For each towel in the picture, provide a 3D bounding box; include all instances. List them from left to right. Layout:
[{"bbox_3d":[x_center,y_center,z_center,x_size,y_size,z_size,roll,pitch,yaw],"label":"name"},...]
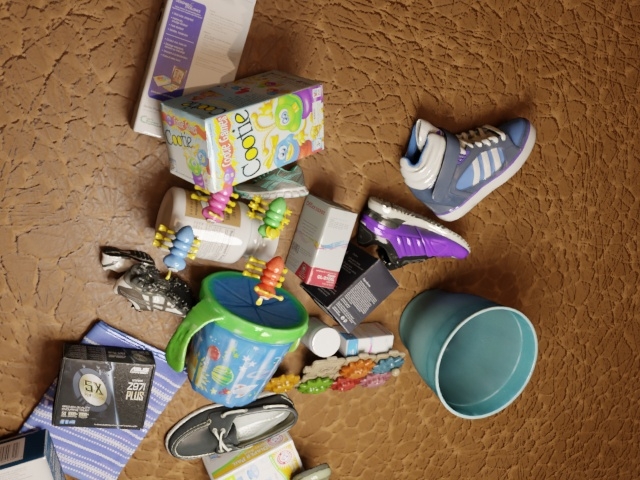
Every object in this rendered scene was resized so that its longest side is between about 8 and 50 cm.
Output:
[{"bbox_3d":[-0.459,0.356,1.457,0.243,0.040,0.336,34,90,-27],"label":"towel"}]

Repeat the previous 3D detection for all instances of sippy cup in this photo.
[{"bbox_3d":[-0.172,0.216,1.448,0.306,0.240,0.224,18,109,-18],"label":"sippy cup"}]

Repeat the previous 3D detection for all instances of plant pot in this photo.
[{"bbox_3d":[0.325,0.243,1.643,0.272,0.255,0.271,-7,107,-22],"label":"plant pot"}]

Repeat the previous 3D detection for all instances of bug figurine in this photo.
[{"bbox_3d":[-0.163,-0.001,1.309,0.279,0.072,0.216,19,88,-26],"label":"bug figurine"}]

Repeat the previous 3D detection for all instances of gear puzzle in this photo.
[{"bbox_3d":[0.032,0.323,1.605,0.339,0.044,0.175,-1,147,-23],"label":"gear puzzle"}]

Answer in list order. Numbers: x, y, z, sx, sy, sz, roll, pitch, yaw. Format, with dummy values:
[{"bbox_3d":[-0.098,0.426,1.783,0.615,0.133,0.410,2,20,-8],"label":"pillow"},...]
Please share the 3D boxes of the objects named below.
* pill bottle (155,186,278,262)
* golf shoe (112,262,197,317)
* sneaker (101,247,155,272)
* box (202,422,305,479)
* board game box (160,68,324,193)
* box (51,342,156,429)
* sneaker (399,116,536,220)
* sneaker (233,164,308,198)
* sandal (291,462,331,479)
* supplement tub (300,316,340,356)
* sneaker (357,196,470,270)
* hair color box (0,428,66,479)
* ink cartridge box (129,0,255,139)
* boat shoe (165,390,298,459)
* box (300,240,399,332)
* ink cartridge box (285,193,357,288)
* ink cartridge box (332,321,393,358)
[{"bbox_3d":[-0.208,-0.023,1.399,0.229,0.131,0.131,12,100,-27],"label":"pill bottle"},{"bbox_3d":[-0.339,0.115,1.427,0.094,0.077,0.198,-27,135,23],"label":"golf shoe"},{"bbox_3d":[-0.391,0.045,1.397,0.109,0.040,0.043,12,117,-23],"label":"sneaker"},{"bbox_3d":[-0.154,0.526,1.605,0.203,0.103,0.114,-24,114,-15],"label":"box"},{"bbox_3d":[-0.141,-0.214,1.304,0.275,0.144,0.142,-26,128,-37],"label":"board game box"},{"bbox_3d":[-0.438,0.296,1.390,0.180,0.077,0.147,10,101,-22],"label":"box"},{"bbox_3d":[0.327,-0.220,1.572,0.323,0.130,0.236,-45,122,1],"label":"sneaker"},{"bbox_3d":[-0.108,-0.126,1.461,0.167,0.065,0.076,-5,91,-26],"label":"sneaker"},{"bbox_3d":[-0.021,0.615,1.636,0.120,0.086,0.302,-25,152,-17],"label":"sandal"},{"bbox_3d":[-0.007,0.219,1.570,0.071,0.107,0.070,-3,99,-21],"label":"supplement tub"},{"bbox_3d":[0.208,0.010,1.616,0.294,0.102,0.146,21,101,-23],"label":"sneaker"},{"bbox_3d":[-0.600,0.573,1.408,0.174,0.105,0.347,-13,113,-13],"label":"hair color box"},{"bbox_3d":[-0.243,-0.350,1.323,0.166,0.065,0.332,14,101,-26],"label":"ink cartridge box"},{"bbox_3d":[-0.198,0.425,1.561,0.303,0.091,0.114,-22,113,-17],"label":"boat shoe"},{"bbox_3d":[0.064,0.100,1.540,0.158,0.156,0.093,-43,118,-7],"label":"box"},{"bbox_3d":[0.000,0.000,1.498,0.072,0.127,0.175,13,100,-28],"label":"ink cartridge box"},{"bbox_3d":[0.099,0.236,1.635,0.123,0.088,0.052,-4,107,-22],"label":"ink cartridge box"}]
